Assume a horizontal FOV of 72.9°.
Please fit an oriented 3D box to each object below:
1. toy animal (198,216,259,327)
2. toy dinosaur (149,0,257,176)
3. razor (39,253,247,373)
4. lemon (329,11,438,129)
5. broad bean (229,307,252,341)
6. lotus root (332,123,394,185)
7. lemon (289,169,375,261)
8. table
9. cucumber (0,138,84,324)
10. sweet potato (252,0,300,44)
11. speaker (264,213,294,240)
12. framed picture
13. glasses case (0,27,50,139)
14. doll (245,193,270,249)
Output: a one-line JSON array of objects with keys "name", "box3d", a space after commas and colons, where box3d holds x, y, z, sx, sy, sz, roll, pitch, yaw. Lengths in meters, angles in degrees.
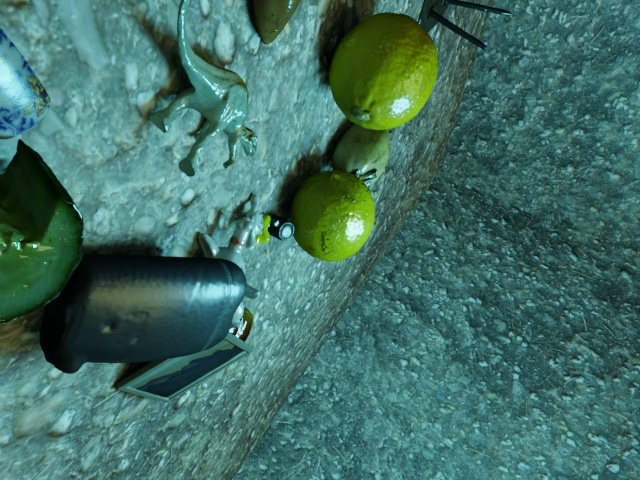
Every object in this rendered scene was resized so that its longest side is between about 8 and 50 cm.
[{"name": "toy animal", "box3d": [-0.226, 0.090, 1.008, 0.141, 0.138, 0.282, -2, 127, -43]}, {"name": "toy dinosaur", "box3d": [-0.189, -0.228, 0.713, 0.205, 0.092, 0.393, -53, 160, -25]}, {"name": "razor", "box3d": [-0.295, 0.123, 0.782, 0.349, 0.113, 0.204, 6, 109, -54]}, {"name": "lemon", "box3d": [0.157, -0.424, 1.098, 0.293, 0.293, 0.293, -52, 161, -27]}, {"name": "broad bean", "box3d": [-0.274, 0.248, 1.159, 0.228, 0.122, 0.156, -32, 148, -54]}, {"name": "lotus root", "box3d": [0.154, -0.306, 1.432, 0.310, 0.183, 0.182, -56, 162, -26]}, {"name": "lemon", "box3d": [0.034, -0.070, 1.315, 0.258, 0.258, 0.310, -44, 157, -44]}, {"name": "table", "box3d": [0.520, -0.820, 1.518, 0.317, 0.249, 0.317, -52, 160, -27]}, {"name": "cucumber", "box3d": [-0.373, -0.006, 0.464, 0.191, 0.130, 0.191, -38, 151, -26]}, {"name": "sweet potato", "box3d": [-0.048, -0.483, 0.699, 0.106, 0.095, 0.354, -104, -153, -49]}, {"name": "speaker", "box3d": [-0.127, -0.038, 1.216, 0.094, 0.075, 0.060, 14, 98, -47]}, {"name": "framed picture", "box3d": [-0.311, 0.301, 1.035, 0.265, 0.018, 0.192, -32, 146, 1]}, {"name": "glasses case", "box3d": [-0.342, -0.187, 0.384, 0.087, 0.065, 0.248, -48, 162, -18]}, {"name": "doll", "box3d": [-0.168, -0.048, 1.092, 0.113, 0.072, 0.135, -71, 162, -81]}]
